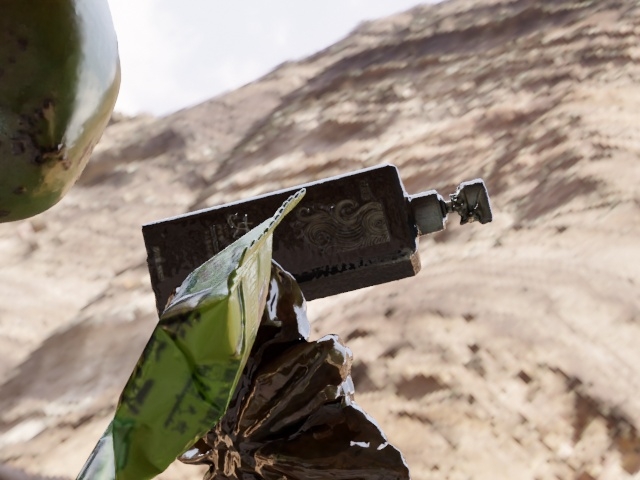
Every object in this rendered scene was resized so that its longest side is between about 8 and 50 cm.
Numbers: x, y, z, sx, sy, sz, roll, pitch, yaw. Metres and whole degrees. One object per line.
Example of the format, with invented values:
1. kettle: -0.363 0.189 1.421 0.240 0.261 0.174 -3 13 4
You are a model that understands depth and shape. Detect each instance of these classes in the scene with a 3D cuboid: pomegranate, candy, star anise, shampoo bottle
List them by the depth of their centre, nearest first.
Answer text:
1. candy: -0.086 0.081 1.184 0.069 0.149 0.246 29 -69 -4
2. star anise: -0.038 0.163 1.435 0.315 0.108 0.315 27 -49 37
3. shampoo bottle: 0.000 -0.001 1.553 0.310 0.071 0.098 -14 -118 1
4. pomegranate: -0.304 -0.154 1.650 0.291 0.323 0.290 -3 -99 19
